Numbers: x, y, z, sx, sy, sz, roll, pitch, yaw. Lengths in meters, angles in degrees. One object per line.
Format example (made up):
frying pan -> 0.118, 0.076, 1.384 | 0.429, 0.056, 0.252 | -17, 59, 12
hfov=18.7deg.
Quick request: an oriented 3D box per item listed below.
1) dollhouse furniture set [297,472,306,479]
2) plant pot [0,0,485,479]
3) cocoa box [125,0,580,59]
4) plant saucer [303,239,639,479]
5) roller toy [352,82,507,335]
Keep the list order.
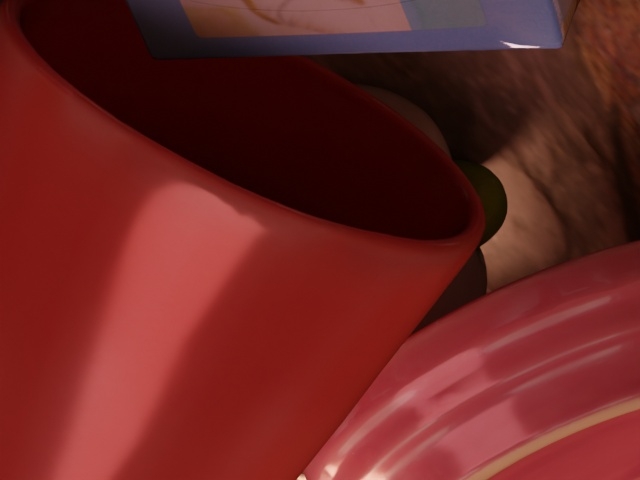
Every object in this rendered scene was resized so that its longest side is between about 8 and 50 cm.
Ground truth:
dollhouse furniture set -> -0.057, 0.080, 1.407 | 0.183, 0.129, 0.129 | 7, 138, 19
plant pot -> -0.085, 0.031, 1.036 | 0.275, 0.275, 0.243 | 25, 109, -3
cocoa box -> -0.004, -0.283, 0.896 | 0.231, 0.228, 0.347 | 0, 136, 25
plant saucer -> 0.154, 0.114, 1.233 | 0.332, 0.084, 0.332 | -19, 155, -9
roller toy -> 0.000, 0.000, 1.236 | 0.191, 0.209, 0.146 | 6, 138, 28
